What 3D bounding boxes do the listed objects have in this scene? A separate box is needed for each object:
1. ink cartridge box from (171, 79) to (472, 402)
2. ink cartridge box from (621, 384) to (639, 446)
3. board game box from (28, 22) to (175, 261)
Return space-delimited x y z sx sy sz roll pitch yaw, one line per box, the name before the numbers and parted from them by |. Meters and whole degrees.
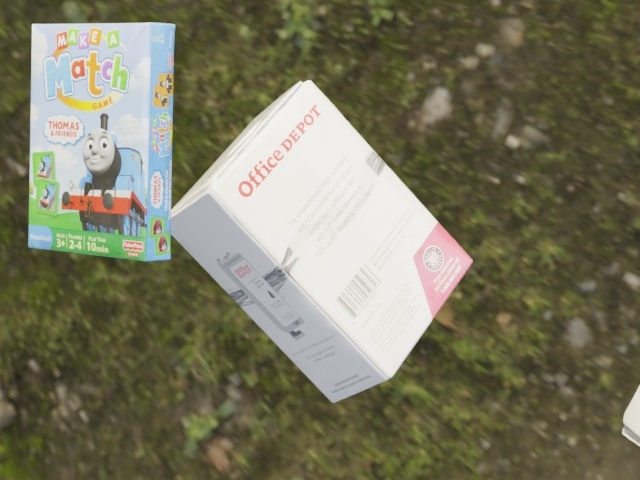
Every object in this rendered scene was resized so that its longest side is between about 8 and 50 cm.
ink cartridge box | 0.000 0.000 1.872 0.283 0.117 0.207 47 52 -10
ink cartridge box | 0.368 0.139 1.385 0.203 0.086 0.148 25 95 -16
board game box | -0.202 -0.093 1.579 0.039 0.160 0.211 -3 96 -50
